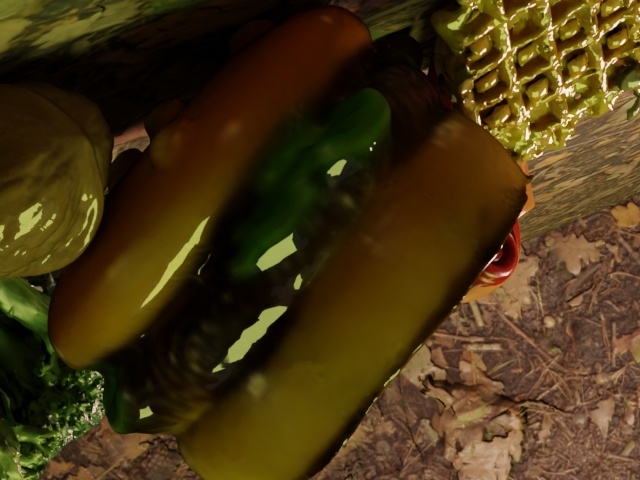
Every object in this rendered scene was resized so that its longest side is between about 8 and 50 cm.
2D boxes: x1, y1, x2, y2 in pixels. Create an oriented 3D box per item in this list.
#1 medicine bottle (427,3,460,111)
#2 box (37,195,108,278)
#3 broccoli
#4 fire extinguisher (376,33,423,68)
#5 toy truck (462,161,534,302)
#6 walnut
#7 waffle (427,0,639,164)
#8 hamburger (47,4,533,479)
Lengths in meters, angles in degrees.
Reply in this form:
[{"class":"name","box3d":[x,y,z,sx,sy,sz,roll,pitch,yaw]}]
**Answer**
[{"class":"medicine bottle","box3d":[0.166,-0.148,1.791,0.131,0.131,0.250,-23,170,-4]},{"class":"box","box3d":[-0.179,-0.006,1.912,0.269,0.079,0.135,-29,169,33]},{"class":"broccoli","box3d":[-0.334,0.114,1.790,0.294,0.265,0.245,-18,135,12]},{"class":"fire extinguisher","box3d":[0.060,-0.154,1.792,0.078,0.045,0.157,5,170,-2]},{"class":"toy truck","box3d":[0.129,-0.049,2.223,0.265,0.239,0.189,26,147,-21]},{"class":"walnut","box3d":[-0.227,-0.042,1.380,0.166,0.149,0.166,-31,-166,8]},{"class":"waffle","box3d":[0.194,-0.184,1.563,0.262,0.060,0.280,7,125,-39]},{"class":"hamburger","box3d":[-0.043,0.007,1.539,0.396,0.277,0.396,-50,180,0]}]
